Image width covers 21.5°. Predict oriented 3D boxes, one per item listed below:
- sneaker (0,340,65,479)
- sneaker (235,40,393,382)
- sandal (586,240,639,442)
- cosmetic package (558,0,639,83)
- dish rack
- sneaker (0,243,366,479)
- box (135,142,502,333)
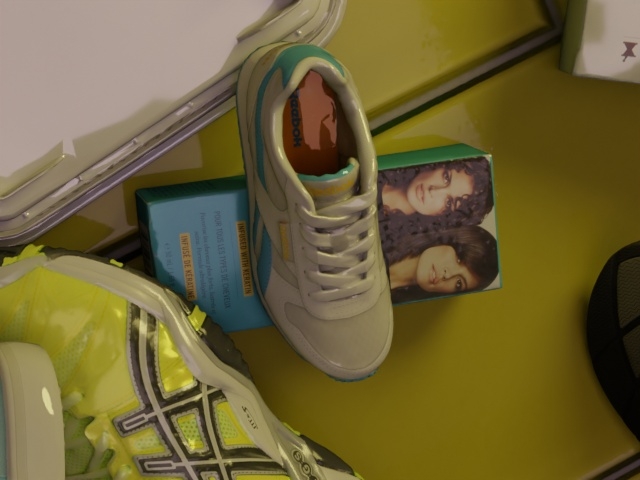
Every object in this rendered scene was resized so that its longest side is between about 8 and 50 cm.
[{"bbox_3d":[-0.260,0.226,0.985,0.150,0.135,0.366,16,93,-32],"label":"sneaker"},{"bbox_3d":[-0.001,-0.014,1.088,0.087,0.092,0.229,-17,102,-13],"label":"sneaker"},{"bbox_3d":[0.295,0.124,1.261,0.086,0.120,0.303,-43,112,-33],"label":"sandal"},{"bbox_3d":[0.372,-0.233,1.166,0.377,0.097,0.284,7,96,0],"label":"cosmetic package"},{"bbox_3d":[-0.164,-0.174,1.093,0.333,0.072,0.285,-34,107,-6],"label":"dish rack"},{"bbox_3d":[-0.102,0.152,1.098,0.384,0.145,0.147,40,45,-10],"label":"sneaker"},{"bbox_3d":[0.000,0.000,1.172,0.244,0.060,0.100,-9,102,-13],"label":"box"}]
